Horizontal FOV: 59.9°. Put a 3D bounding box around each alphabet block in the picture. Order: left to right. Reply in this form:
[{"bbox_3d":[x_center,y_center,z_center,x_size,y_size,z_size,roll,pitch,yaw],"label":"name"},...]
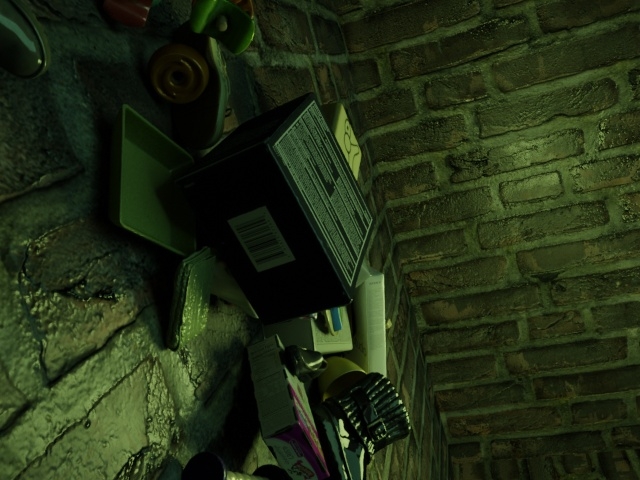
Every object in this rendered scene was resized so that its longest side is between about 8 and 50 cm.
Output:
[{"bbox_3d":[-0.017,-0.209,1.428,0.192,0.194,0.197,64,28,-44],"label":"alphabet block"}]

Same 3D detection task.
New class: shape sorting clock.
[{"bbox_3d":[0.020,0.109,1.236,0.206,0.040,0.206,-8,90,-84],"label":"shape sorting clock"}]

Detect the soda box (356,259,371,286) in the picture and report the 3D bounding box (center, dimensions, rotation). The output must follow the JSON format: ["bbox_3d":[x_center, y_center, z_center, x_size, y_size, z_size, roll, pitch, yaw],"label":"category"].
[{"bbox_3d":[0.000,0.000,1.364,0.286,0.091,0.098,48,12,-22],"label":"soda box"}]

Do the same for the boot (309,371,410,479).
[{"bbox_3d":[0.101,0.500,1.273,0.260,0.131,0.347,-8,85,-44],"label":"boot"}]

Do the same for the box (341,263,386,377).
[{"bbox_3d":[0.110,0.218,1.540,0.232,0.059,0.321,-147,-127,-69],"label":"box"}]

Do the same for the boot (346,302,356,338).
[{"bbox_3d":[0.029,0.135,1.518,0.112,0.115,0.305,30,49,-66],"label":"boot"}]

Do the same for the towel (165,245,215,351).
[{"bbox_3d":[-0.199,0.088,0.857,0.110,0.027,0.148,-37,137,-74],"label":"towel"}]

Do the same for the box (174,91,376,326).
[{"bbox_3d":[-0.055,-0.062,0.980,0.296,0.183,0.294,62,26,-20],"label":"box"}]

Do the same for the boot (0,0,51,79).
[{"bbox_3d":[-0.366,-0.210,0.505,0.189,0.076,0.208,54,18,-24],"label":"boot"}]

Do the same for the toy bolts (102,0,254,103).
[{"bbox_3d":[-0.250,-0.373,0.930,0.229,0.218,0.158,27,29,-28],"label":"toy bolts"}]

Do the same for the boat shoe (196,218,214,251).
[{"bbox_3d":[-0.184,-0.063,1.015,0.065,0.075,0.206,64,26,-48],"label":"boat shoe"}]

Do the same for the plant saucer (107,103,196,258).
[{"bbox_3d":[-0.255,-0.076,0.832,0.188,0.045,0.188,42,40,-64],"label":"plant saucer"}]

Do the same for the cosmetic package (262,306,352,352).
[{"bbox_3d":[-0.025,0.190,1.298,0.309,0.113,0.160,28,51,-68],"label":"cosmetic package"}]

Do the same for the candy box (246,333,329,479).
[{"bbox_3d":[-0.065,0.309,1.023,0.233,0.071,0.159,-114,-179,-59],"label":"candy box"}]

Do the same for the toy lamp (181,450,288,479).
[{"bbox_3d":[-0.120,0.397,0.900,0.274,0.080,0.080,48,34,-55],"label":"toy lamp"}]

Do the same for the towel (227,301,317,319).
[{"bbox_3d":[-0.091,0.076,1.105,0.197,0.029,0.144,14,58,-26],"label":"towel"}]

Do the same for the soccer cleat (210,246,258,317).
[{"bbox_3d":[-0.160,0.079,0.983,0.196,0.076,0.068,56,20,-45],"label":"soccer cleat"}]

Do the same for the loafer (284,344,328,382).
[{"bbox_3d":[-0.027,0.230,1.075,0.170,0.061,0.062,69,-4,-68],"label":"loafer"}]

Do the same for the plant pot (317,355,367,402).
[{"bbox_3d":[0.045,0.352,1.421,0.095,0.134,0.134,50,-11,49],"label":"plant pot"}]

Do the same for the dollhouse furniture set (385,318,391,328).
[{"bbox_3d":[0.201,0.304,1.978,0.081,0.114,0.091,-85,154,-57],"label":"dollhouse furniture set"}]

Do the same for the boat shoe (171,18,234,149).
[{"bbox_3d":[-0.209,-0.284,1.031,0.089,0.105,0.285,41,39,-60],"label":"boat shoe"}]
